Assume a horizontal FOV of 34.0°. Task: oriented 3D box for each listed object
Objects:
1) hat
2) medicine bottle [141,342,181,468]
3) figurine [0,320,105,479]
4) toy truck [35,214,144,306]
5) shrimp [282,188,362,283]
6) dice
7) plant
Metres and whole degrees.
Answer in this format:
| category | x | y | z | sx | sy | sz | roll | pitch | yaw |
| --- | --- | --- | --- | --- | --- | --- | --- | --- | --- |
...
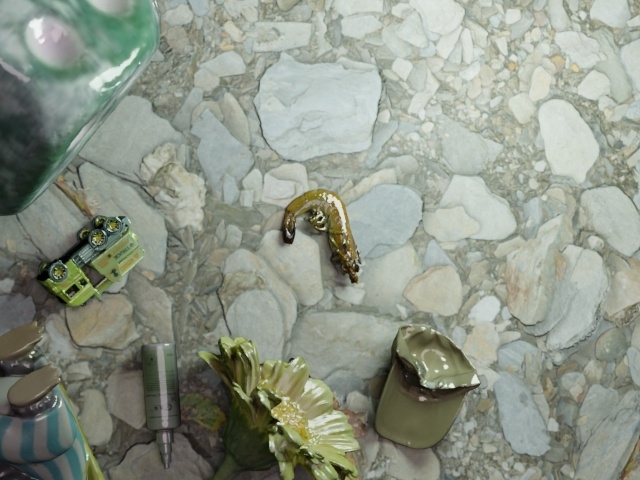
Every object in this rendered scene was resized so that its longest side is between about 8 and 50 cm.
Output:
| category | x | y | z | sx | sy | sz | roll | pitch | yaw |
| --- | --- | --- | --- | --- | --- | --- | --- | --- | --- |
| hat | 0.162 | 0.253 | 1.807 | 0.166 | 0.144 | 0.173 | 26 | 120 | -15 |
| medicine bottle | -0.252 | 0.264 | 1.667 | 0.057 | 0.057 | 0.199 | -2 | 84 | -18 |
| figurine | -0.488 | 0.352 | 1.434 | 0.377 | 0.266 | 0.361 | -25 | 130 | -17 |
| toy truck | -0.357 | 0.037 | 1.654 | 0.169 | 0.077 | 0.100 | -44 | 111 | -21 |
| shrimp | 0.000 | 0.000 | 1.793 | 0.124 | 0.034 | 0.178 | -15 | 86 | -16 |
| dice | -0.447 | -0.266 | 1.479 | 0.328 | 0.330 | 0.348 | 40 | 46 | -10 |
| plant | -0.071 | 0.309 | 1.680 | 0.261 | 0.297 | 0.306 | -11 | 42 | -41 |
